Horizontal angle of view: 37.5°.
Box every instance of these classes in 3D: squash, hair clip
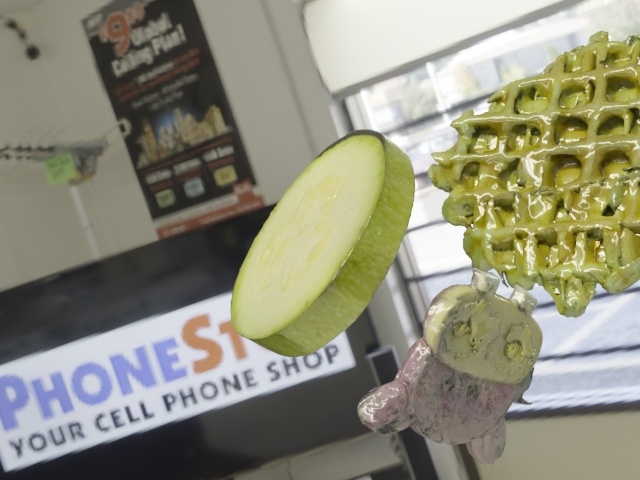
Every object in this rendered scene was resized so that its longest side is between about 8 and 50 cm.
[{"bbox_3d":[0.000,0.000,0.961,0.252,0.049,0.252,-45,25,28],"label":"squash"},{"bbox_3d":[0.124,0.101,0.751,0.056,0.146,0.187,28,3,40],"label":"hair clip"}]

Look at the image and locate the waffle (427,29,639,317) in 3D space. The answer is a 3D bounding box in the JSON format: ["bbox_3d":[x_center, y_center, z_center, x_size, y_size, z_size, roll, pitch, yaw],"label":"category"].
[{"bbox_3d":[0.270,-0.084,0.961,0.317,0.073,0.297,-37,46,1],"label":"waffle"}]

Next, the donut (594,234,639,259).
[{"bbox_3d":[0.448,-0.024,1.492,0.146,0.181,0.078,-19,-29,8],"label":"donut"}]
